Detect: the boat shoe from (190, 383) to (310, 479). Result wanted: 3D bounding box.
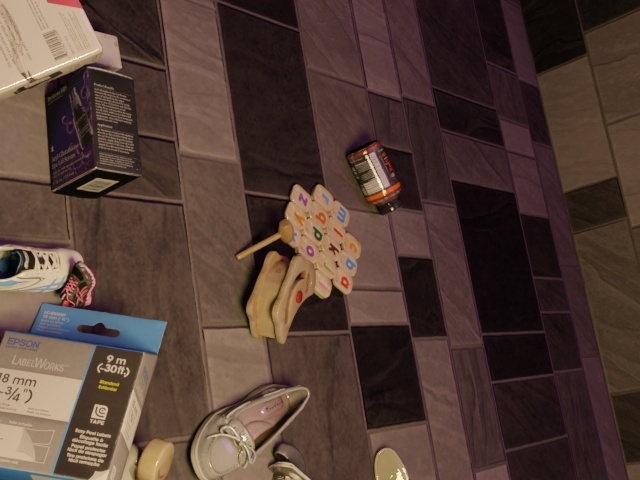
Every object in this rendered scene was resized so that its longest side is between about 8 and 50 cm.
[{"bbox_3d":[-0.144,0.387,1.784,0.320,0.103,0.118,-27,96,-52],"label":"boat shoe"}]

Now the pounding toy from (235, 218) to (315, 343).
[{"bbox_3d":[-0.111,0.099,1.976,0.154,0.154,0.270,67,37,-54],"label":"pounding toy"}]

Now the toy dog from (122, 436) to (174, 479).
[{"bbox_3d":[-0.381,0.454,1.435,0.333,0.220,0.161,-30,134,-46],"label":"toy dog"}]

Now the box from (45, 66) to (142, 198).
[{"bbox_3d":[-0.435,-0.202,1.644,0.108,0.153,0.207,7,69,-48],"label":"box"}]

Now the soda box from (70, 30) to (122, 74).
[{"bbox_3d":[-0.503,-0.380,1.702,0.216,0.069,0.074,3,73,-50],"label":"soda box"}]

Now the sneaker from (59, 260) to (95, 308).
[{"bbox_3d":[-0.443,0.087,1.556,0.057,0.119,0.047,-29,61,-38],"label":"sneaker"}]

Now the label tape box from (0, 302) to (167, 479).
[{"bbox_3d":[-0.412,0.236,1.410,0.106,0.240,0.334,93,6,-56],"label":"label tape box"}]

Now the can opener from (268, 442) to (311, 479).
[{"bbox_3d":[-0.004,0.549,1.908,0.283,0.076,0.095,46,45,-29],"label":"can opener"}]

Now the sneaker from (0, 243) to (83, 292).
[{"bbox_3d":[-0.509,0.046,1.505,0.237,0.086,0.085,-3,76,-52],"label":"sneaker"}]

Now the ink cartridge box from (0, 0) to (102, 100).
[{"bbox_3d":[-0.539,-0.364,1.542,0.237,0.100,0.172,-28,98,-17],"label":"ink cartridge box"}]

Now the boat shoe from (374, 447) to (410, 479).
[{"bbox_3d":[0.191,0.628,2.129,0.079,0.084,0.233,71,-3,-82],"label":"boat shoe"}]

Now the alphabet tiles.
[{"bbox_3d":[0.000,0.000,2.187,0.278,0.021,0.284,42,47,-31],"label":"alphabet tiles"}]

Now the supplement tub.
[{"bbox_3d":[0.156,-0.171,2.380,0.106,0.106,0.198,-39,106,-50],"label":"supplement tub"}]
